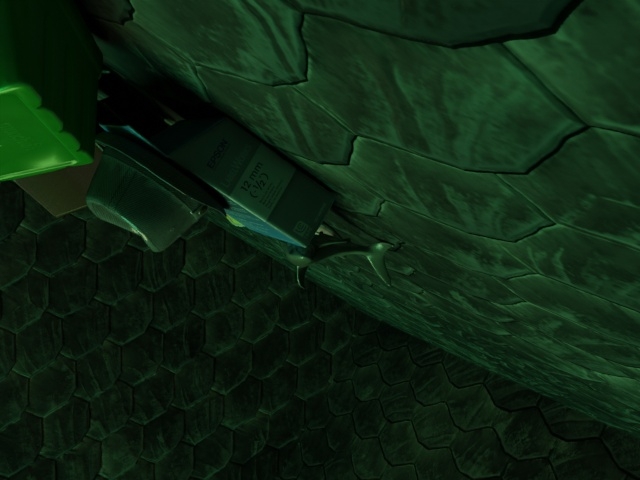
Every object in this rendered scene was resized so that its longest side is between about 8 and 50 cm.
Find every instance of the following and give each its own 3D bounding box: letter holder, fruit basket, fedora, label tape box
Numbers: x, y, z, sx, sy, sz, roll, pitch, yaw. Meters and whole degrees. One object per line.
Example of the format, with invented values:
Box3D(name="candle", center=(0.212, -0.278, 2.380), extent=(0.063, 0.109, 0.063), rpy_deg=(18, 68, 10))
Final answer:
Box3D(name="letter holder", center=(-0.475, -0.192, 1.251), extent=(0.301, 0.152, 0.214), rpy_deg=(-12, 133, 38))
Box3D(name="fruit basket", center=(-0.437, -0.277, 0.763), extent=(0.282, 0.392, 0.392), rpy_deg=(-14, 179, -8))
Box3D(name="fedora", center=(-0.283, -0.062, 1.050), extent=(0.243, 0.124, 0.275), rpy_deg=(31, 173, -1))
Box3D(name="label tape box", center=(-0.179, -0.132, 1.098), extent=(0.347, 0.115, 0.249), rpy_deg=(36, 171, -28))

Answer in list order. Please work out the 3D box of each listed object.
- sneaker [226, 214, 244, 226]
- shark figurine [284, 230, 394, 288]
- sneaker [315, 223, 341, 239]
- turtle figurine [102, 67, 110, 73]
Box3D(name="sneaker", center=(-0.258, -0.105, 1.763), extent=(0.208, 0.081, 0.094), rpy_deg=(26, 170, 33))
Box3D(name="shark figurine", center=(0.006, 0.040, 1.244), extent=(0.278, 0.116, 0.166), rpy_deg=(4, -170, -46))
Box3D(name="sneaker", center=(0.000, 0.000, 1.500), extent=(0.051, 0.070, 0.134), rpy_deg=(28, 172, 32))
Box3D(name="turtle figurine", center=(-0.509, -0.330, 1.050), extent=(0.266, 0.274, 0.198), rpy_deg=(48, -162, 6))
